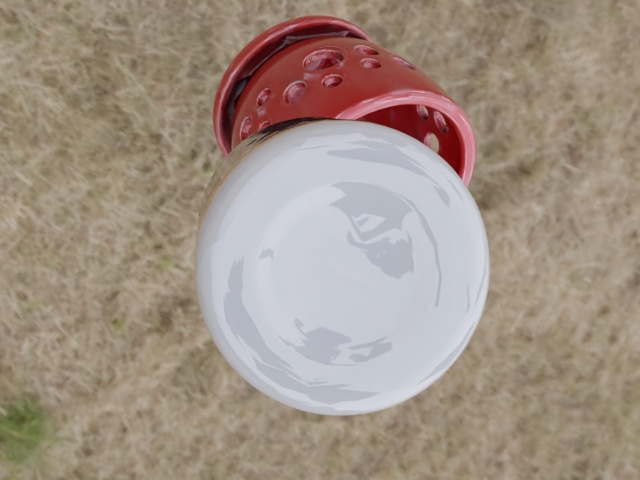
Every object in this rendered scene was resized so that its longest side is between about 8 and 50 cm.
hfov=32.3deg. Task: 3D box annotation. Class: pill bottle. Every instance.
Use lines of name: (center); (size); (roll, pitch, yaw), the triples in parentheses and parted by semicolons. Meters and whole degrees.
pill bottle: (0.000, 0.000, 0.379); (0.086, 0.152, 0.086); (-1, 98, -6)

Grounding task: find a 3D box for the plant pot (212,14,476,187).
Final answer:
plant pot: (0.011, -0.089, 0.945); (0.191, 0.174, 0.191); (-18, 137, -18)
